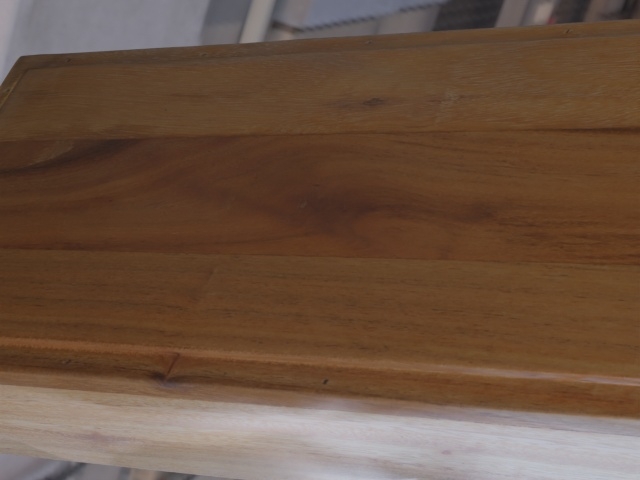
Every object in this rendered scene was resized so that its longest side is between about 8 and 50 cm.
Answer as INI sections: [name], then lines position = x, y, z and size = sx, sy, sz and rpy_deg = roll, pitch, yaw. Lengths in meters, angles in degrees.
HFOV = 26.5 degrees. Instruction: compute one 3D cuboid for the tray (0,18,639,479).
[tray]
position = 0.000, 0.000, 0.587
size = 0.410, 0.076, 0.203
rpy_deg = 0, -131, 28
